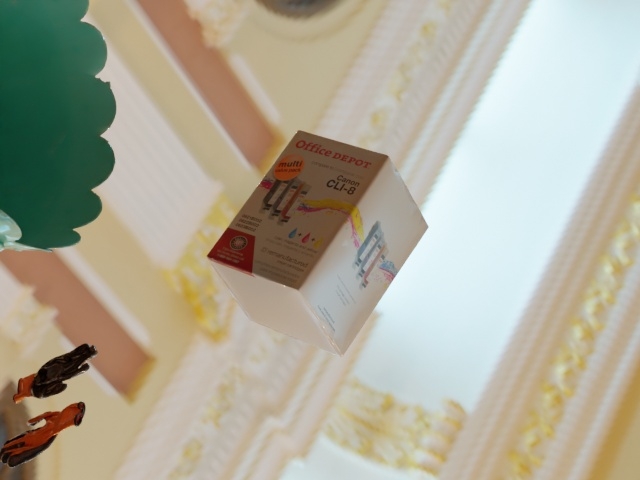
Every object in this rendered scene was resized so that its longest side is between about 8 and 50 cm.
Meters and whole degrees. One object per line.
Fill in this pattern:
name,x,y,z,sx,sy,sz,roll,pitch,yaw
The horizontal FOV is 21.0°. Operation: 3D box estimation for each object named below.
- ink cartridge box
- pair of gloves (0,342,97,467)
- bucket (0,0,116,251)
ink cartridge box,0.000,0.000,1.762,0.128,0.127,0.176,18,-116,36
pair of gloves,-0.169,0.103,1.079,0.074,0.010,0.083,-28,-147,29
bucket,-0.322,-0.118,1.576,0.183,0.281,0.281,-2,-129,18
